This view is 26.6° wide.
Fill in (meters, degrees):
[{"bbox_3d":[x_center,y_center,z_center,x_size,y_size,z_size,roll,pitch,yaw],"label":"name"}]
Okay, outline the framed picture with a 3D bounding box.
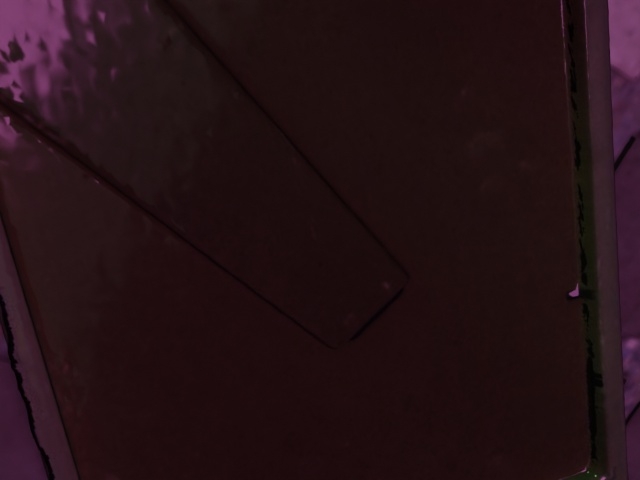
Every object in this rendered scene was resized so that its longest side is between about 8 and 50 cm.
[{"bbox_3d":[0.000,0.000,0.438,0.211,0.020,0.289,-17,121,-13],"label":"framed picture"}]
